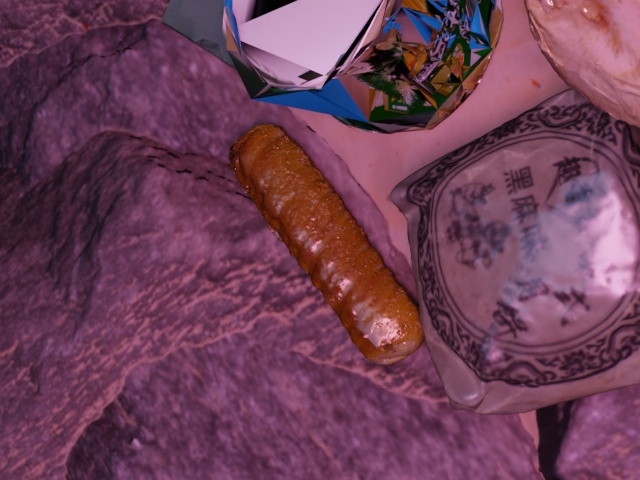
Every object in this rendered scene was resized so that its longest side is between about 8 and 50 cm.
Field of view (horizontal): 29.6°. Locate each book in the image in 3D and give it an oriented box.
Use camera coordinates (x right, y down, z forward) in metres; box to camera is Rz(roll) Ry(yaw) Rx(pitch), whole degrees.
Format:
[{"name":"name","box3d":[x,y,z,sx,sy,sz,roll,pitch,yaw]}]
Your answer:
[{"name":"book","box3d":[-0.101,-0.250,1.292,0.135,0.017,0.103,35,107,28]}]

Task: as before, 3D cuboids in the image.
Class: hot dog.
[{"name":"hot dog","box3d":[0.001,-0.001,1.192,0.083,0.068,0.289,-43,67,14]}]

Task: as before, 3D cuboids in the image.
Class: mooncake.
[{"name":"mooncake","box3d":[0.192,0.014,1.039,0.250,0.136,0.255,-22,77,24]}]

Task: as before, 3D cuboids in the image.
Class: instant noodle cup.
[{"name":"instant noodle cup","box3d":[0.030,-0.219,1.120,0.240,0.178,0.240,-2,87,31]}]

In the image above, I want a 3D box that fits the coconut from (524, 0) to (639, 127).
[{"name":"coconut","box3d":[0.280,-0.221,0.884,0.297,0.254,0.297,22,125,34]}]
